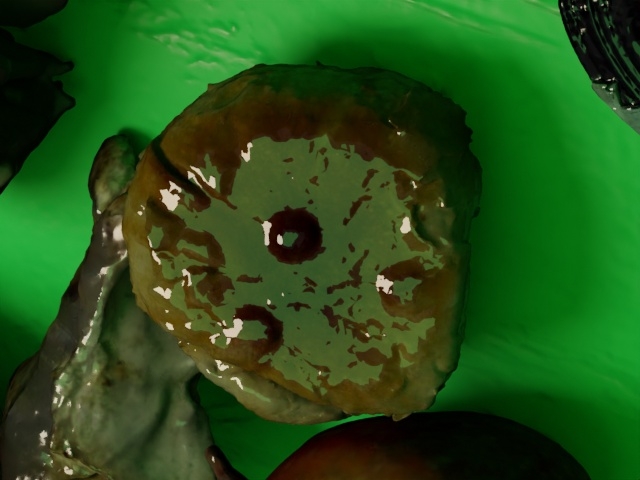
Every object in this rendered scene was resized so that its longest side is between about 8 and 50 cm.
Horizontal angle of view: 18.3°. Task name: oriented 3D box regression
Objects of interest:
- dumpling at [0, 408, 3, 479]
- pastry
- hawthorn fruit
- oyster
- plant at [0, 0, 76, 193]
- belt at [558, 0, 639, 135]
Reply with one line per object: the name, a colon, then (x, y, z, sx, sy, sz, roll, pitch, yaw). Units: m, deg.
dumpling: (-0.280, 0.140, 1.381, 0.204, 0.163, 0.293, 14, 167, -7)
pastry: (0.000, 0.000, 1.124, 0.218, 0.100, 0.229, 42, 107, -1)
hawthorn fruit: (0.038, 0.188, 1.180, 0.248, 0.208, 0.208, 20, 128, 12)
oyster: (-0.120, 0.104, 1.262, 0.198, 0.133, 0.337, 38, 118, 46)
plant: (-0.254, -0.110, 1.175, 0.199, 0.188, 0.276, 35, 112, 13)
belt: (0.204, -0.110, 0.978, 0.151, 0.078, 0.198, -33, 101, 38)
